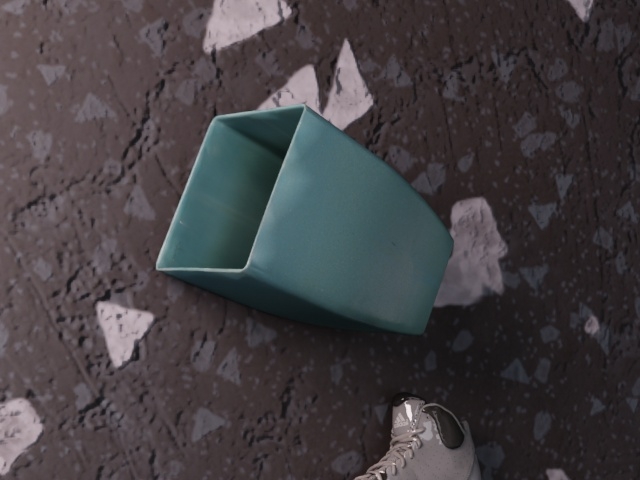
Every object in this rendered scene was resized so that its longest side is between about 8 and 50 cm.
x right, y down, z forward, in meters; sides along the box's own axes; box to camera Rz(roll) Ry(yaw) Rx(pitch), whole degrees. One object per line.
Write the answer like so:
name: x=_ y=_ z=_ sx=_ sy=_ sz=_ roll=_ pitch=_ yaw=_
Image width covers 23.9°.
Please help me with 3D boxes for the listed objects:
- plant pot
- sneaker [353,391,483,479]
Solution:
plant pot: x=0.000 y=0.000 z=1.460 sx=0.234 sy=0.166 sz=0.165 roll=29 pitch=74 yaw=-32
sneaker: x=0.067 y=0.223 z=1.527 sx=0.229 sy=0.086 sz=0.132 roll=-4 pitch=84 yaw=-38
